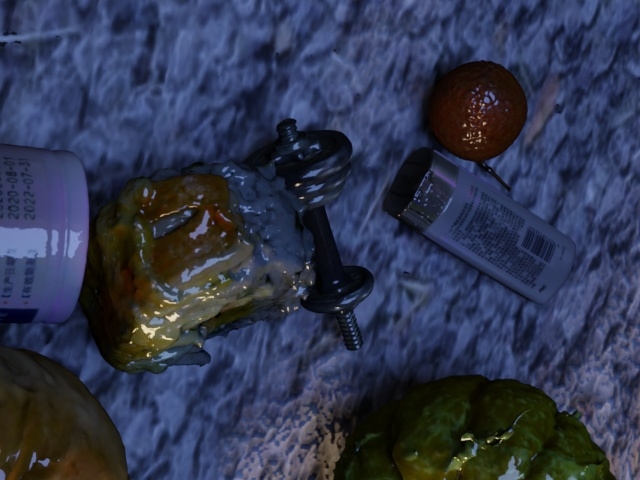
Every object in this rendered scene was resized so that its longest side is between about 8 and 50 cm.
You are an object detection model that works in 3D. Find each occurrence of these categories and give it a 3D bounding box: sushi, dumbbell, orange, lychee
[{"bbox_3d":[-0.118,0.028,0.951,0.184,0.274,0.139,-17,78,-28],"label":"sushi"},{"bbox_3d":[0.000,0.000,1.066,0.110,0.110,0.254,-26,115,-21],"label":"dumbbell"},{"bbox_3d":[0.167,0.278,1.095,0.300,0.223,0.301,-34,92,26],"label":"orange"},{"bbox_3d":[0.163,-0.127,1.129,0.101,0.140,0.114,-10,64,-21],"label":"lychee"}]

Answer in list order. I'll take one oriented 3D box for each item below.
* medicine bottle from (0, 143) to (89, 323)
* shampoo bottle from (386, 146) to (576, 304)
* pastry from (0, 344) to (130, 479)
[{"bbox_3d":[-0.329,-0.010,0.864,0.254,0.152,0.152,4,96,-26],"label":"medicine bottle"},{"bbox_3d":[0.178,-0.013,1.172,0.227,0.056,0.086,29,86,-27],"label":"shampoo bottle"},{"bbox_3d":[-0.344,0.233,0.835,0.410,0.245,0.409,-11,113,-27],"label":"pastry"}]
